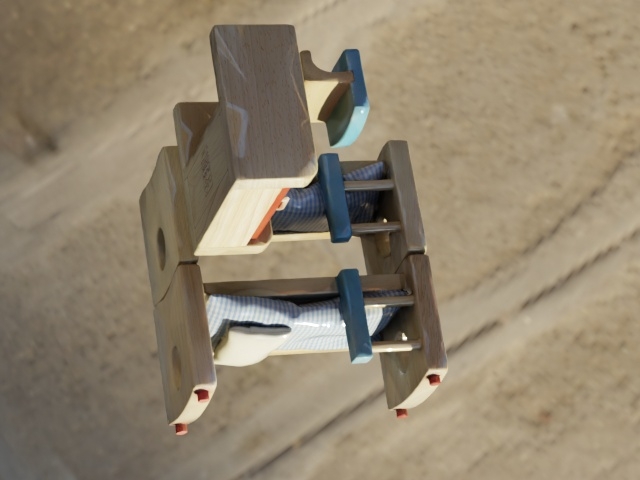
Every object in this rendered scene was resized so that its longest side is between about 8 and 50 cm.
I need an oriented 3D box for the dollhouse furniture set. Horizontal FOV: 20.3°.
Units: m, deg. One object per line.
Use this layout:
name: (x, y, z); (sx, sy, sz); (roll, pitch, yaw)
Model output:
dollhouse furniture set: (0.000, 0.000, 0.831); (0.129, 0.184, 0.129); (-3, 68, -18)
